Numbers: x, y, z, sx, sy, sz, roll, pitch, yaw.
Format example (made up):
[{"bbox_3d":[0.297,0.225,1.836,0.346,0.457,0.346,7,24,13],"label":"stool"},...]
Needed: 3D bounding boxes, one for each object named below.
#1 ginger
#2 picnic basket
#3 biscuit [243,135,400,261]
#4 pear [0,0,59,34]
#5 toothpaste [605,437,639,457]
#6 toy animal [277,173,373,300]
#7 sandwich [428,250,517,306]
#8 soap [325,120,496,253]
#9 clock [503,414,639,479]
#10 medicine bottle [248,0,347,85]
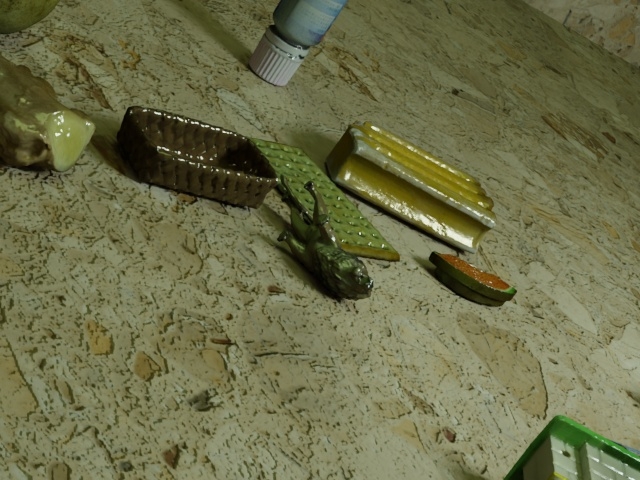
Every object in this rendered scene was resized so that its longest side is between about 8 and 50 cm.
[{"bbox_3d":[-0.339,-0.150,1.593,0.213,0.074,0.137,30,21,6],"label":"ginger"},{"bbox_3d":[-0.144,-0.093,1.771,0.193,0.055,0.110,15,29,-42],"label":"picnic basket"},{"bbox_3d":[-0.005,-0.055,1.949,0.139,0.016,0.231,9,33,-51],"label":"biscuit"},{"bbox_3d":[-0.381,-0.324,1.803,0.167,0.136,0.167,32,16,-11],"label":"pear"},{"bbox_3d":[0.357,0.272,1.737,0.193,0.044,0.070,22,24,-28],"label":"toothpaste"},{"bbox_3d":[-0.010,-0.010,1.783,0.086,0.069,0.219,43,14,-48],"label":"toy animal"},{"bbox_3d":[0.197,0.054,1.992,0.135,0.029,0.067,24,18,-23],"label":"sandwich"},{"bbox_3d":[0.121,-0.081,2.106,0.232,0.073,0.140,27,19,-19],"label":"soap"},{"bbox_3d":[0.295,0.320,1.481,0.220,0.106,0.255,29,26,-10],"label":"clock"},{"bbox_3d":[-0.027,-0.320,2.222,0.083,0.203,0.083,31,21,-13],"label":"medicine bottle"}]
